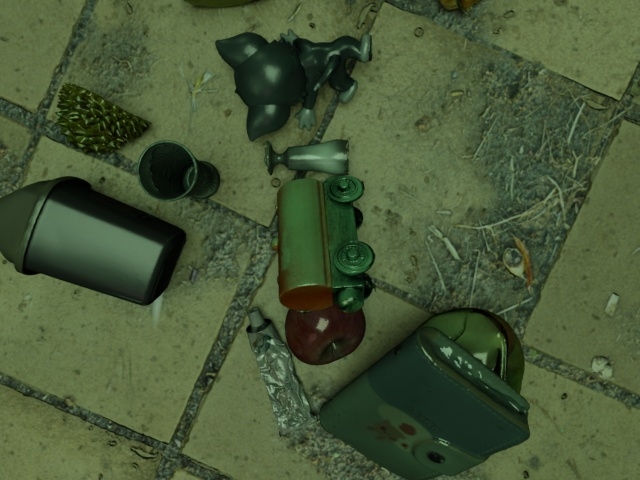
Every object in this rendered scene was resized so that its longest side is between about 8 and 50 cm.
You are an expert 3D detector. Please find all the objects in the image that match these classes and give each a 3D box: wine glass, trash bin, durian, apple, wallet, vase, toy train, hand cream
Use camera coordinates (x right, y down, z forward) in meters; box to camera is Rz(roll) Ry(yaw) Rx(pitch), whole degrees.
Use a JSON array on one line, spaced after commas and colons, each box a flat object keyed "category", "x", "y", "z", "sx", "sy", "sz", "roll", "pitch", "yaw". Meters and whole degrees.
[{"category": "wine glass", "x": -0.025, "y": -0.156, "z": 1.011, "sx": 0.155, "sy": 0.072, "sz": 0.072, "roll": -1, "pitch": 93, "yaw": 1}, {"category": "trash bin", "x": -0.406, "y": -0.002, "z": 0.965, "sx": 0.290, "sy": 0.209, "sz": 0.182, "roll": 22, "pitch": 92, "yaw": -5}, {"category": "durian", "x": -0.421, "y": -0.212, "z": 0.995, "sx": 0.187, "sy": 0.119, "sz": 0.108, "roll": 23, "pitch": 89, "yaw": -1}, {"category": "apple", "x": 0.259, "y": 0.218, "z": 0.974, "sx": 0.188, "sy": 0.174, "sz": 0.207, "roll": -8, "pitch": 108, "yaw": 34}, {"category": "wallet", "x": 0.168, "y": 0.311, "z": 0.936, "sx": 0.252, "sy": 0.083, "sz": 0.360, "roll": 37, "pitch": 135, "yaw": 0}, {"category": "vase", "x": -0.235, "y": -0.113, "z": 0.944, "sx": 0.096, "sy": 0.219, "sz": 0.096, "roll": 0, "pitch": 92, "yaw": 2}, {"category": "toy train", "x": 0.000, "y": 0.000, "z": 0.946, "sx": 0.177, "sy": 0.116, "sz": 0.285, "roll": -5, "pitch": 53, "yaw": 1}, {"category": "apple", "x": 0.008, "y": 0.151, "z": 0.990, "sx": 0.153, "sy": 0.153, "sz": 0.120, "roll": -31, "pitch": 52, "yaw": 3}, {"category": "hand cream", "x": -0.088, "y": 0.249, "z": 1.046, "sx": 0.084, "sy": 0.050, "sz": 0.257, "roll": -22, "pitch": 96, "yaw": 6}]

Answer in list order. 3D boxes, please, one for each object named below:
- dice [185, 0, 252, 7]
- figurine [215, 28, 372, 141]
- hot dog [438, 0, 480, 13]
[{"category": "dice", "x": -0.179, "y": -0.523, "z": 0.947, "sx": 0.169, "sy": 0.169, "sz": 0.166, "roll": -6, "pitch": 94, "yaw": 2}, {"category": "figurine", "x": -0.034, "y": -0.290, "z": 0.975, "sx": 0.265, "sy": 0.140, "sz": 0.193, "roll": -1, "pitch": 112, "yaw": 24}, {"category": "hot dog", "x": 0.244, "y": -0.539, "z": 0.985, "sx": 0.104, "sy": 0.076, "sz": 0.250, "roll": -12, "pitch": 90, "yaw": 1}]
